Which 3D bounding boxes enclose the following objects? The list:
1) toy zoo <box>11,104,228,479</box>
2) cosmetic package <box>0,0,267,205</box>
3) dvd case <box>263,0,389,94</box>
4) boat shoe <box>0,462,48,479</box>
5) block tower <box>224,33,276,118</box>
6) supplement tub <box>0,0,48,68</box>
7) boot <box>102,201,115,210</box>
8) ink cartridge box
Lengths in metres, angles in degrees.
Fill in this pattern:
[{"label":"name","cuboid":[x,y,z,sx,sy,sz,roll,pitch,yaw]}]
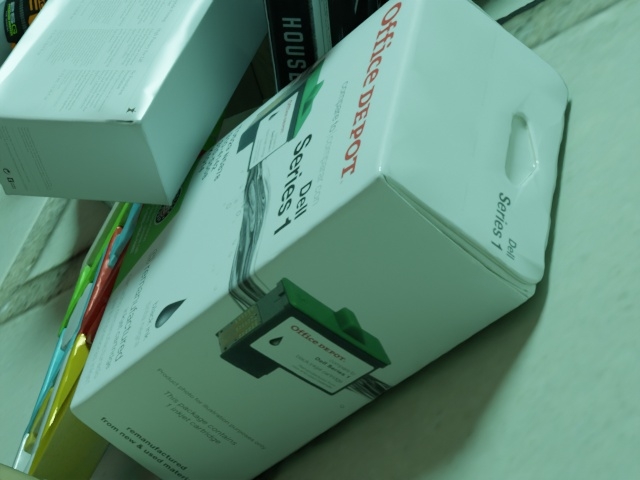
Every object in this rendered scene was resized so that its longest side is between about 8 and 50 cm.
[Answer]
[{"label":"toy zoo","cuboid":[-0.122,0.057,1.044,0.192,0.030,0.293,-57,14,40]},{"label":"cosmetic package","cuboid":[-0.082,-0.118,0.993,0.098,0.060,0.239,3,44,25]},{"label":"dvd case","cuboid":[0.009,-0.146,1.019,0.029,0.179,0.239,3,43,11]},{"label":"boat shoe","cuboid":[-0.108,0.167,0.809,0.341,0.110,0.122,13,92,63]},{"label":"block tower","cuboid":[-0.080,-0.154,1.252,0.091,0.097,0.335,-22,15,-13]},{"label":"supplement tub","cuboid":[-0.177,-0.184,1.506,0.190,0.117,0.117,-24,34,52]},{"label":"boot","cuboid":[-0.166,-0.089,1.318,0.095,0.123,0.258,-53,21,-3]},{"label":"ink cartridge box","cuboid":[0.000,0.000,0.873,0.219,0.092,0.160,-38,25,35]}]
